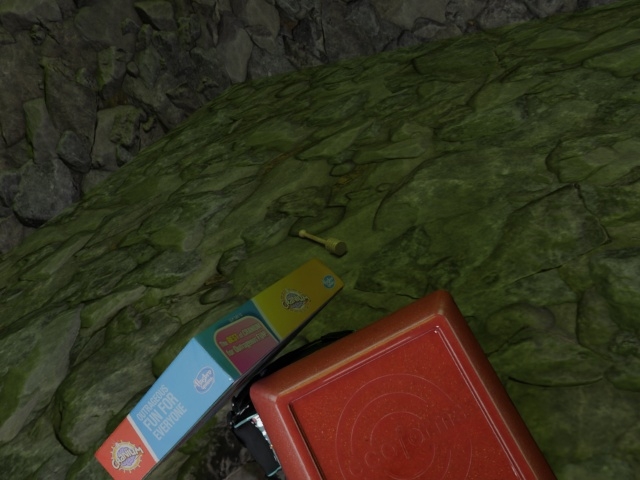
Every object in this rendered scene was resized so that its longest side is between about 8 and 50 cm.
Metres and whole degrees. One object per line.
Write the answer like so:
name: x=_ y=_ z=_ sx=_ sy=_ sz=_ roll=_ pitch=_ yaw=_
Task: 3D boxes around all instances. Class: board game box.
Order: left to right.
board game box: x=-0.116 y=0.160 z=0.783 sx=0.242 sy=0.064 sz=0.316 roll=-48 pitch=-7 yaw=26

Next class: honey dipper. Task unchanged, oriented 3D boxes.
honey dipper: x=0.000 y=0.000 z=1.234 sx=0.030 sy=0.030 sz=0.161 roll=-35 pitch=27 yaw=-19

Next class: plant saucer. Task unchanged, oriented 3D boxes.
plant saucer: x=0.086 y=0.213 z=0.621 sx=0.259 sy=0.047 sz=0.259 roll=-26 pitch=73 yaw=-4

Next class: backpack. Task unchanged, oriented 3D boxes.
backpack: x=-0.003 y=0.203 z=0.744 sx=0.188 sy=0.144 sz=0.166 roll=-40 pitch=1 yaw=-4
